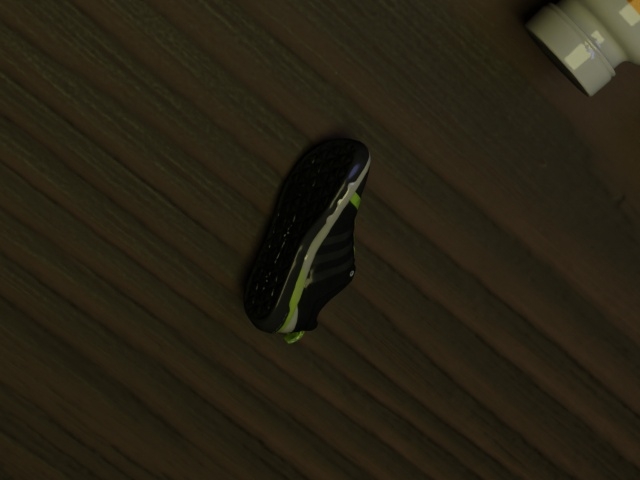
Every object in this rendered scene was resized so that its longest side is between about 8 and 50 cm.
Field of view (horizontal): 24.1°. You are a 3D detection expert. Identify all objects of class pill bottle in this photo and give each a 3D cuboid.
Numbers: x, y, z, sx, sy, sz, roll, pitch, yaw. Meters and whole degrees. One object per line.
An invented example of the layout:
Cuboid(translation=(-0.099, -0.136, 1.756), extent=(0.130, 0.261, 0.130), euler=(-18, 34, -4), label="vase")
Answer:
Cuboid(translation=(0.329, -0.262, 1.502), extent=(0.245, 0.136, 0.136), euler=(-42, 112, 7), label="pill bottle")

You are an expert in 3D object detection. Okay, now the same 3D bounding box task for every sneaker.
Cuboid(translation=(0.000, 0.000, 1.590), extent=(0.097, 0.084, 0.235), euler=(15, 110, -41), label="sneaker")
